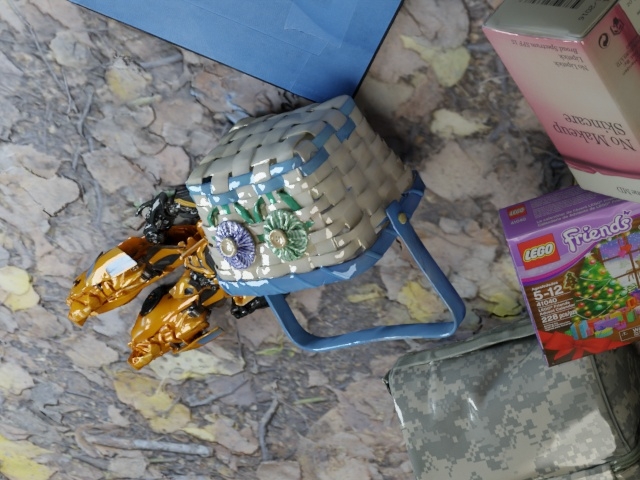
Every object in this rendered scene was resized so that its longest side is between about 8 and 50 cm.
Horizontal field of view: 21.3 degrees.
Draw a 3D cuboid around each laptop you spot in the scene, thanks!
[{"bbox_3d":[-0.098,-0.266,1.642,0.381,0.408,0.236,21,102,-6],"label":"laptop"}]

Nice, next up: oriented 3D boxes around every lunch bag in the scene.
[{"bbox_3d":[0.253,0.216,2.035,0.305,0.212,0.256,-18,110,27],"label":"lunch bag"}]

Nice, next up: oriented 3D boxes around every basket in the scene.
[{"bbox_3d":[0.000,0.000,1.885,0.254,0.201,0.289,-13,122,42],"label":"basket"}]

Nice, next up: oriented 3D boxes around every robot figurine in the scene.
[{"bbox_3d":[-0.166,0.048,2.073,0.211,0.085,0.291,39,132,-24],"label":"robot figurine"}]

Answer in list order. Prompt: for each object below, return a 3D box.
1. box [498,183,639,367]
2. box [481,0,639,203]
[{"bbox_3d":[0.355,0.011,1.815,0.293,0.057,0.201,-18,129,7],"label":"box"},{"bbox_3d":[0.290,-0.159,1.667,0.148,0.127,0.232,18,151,53],"label":"box"}]
